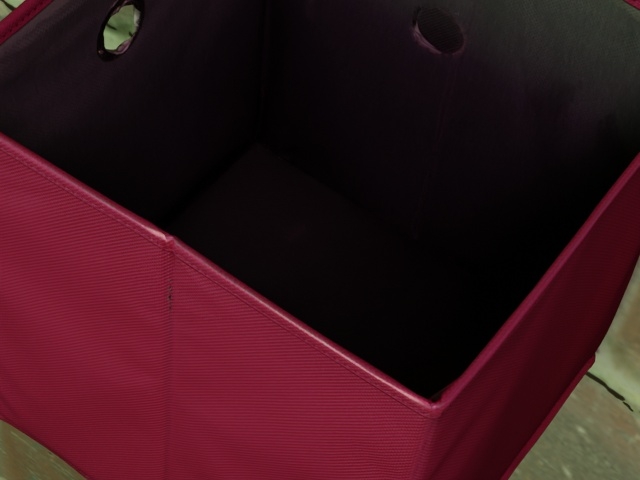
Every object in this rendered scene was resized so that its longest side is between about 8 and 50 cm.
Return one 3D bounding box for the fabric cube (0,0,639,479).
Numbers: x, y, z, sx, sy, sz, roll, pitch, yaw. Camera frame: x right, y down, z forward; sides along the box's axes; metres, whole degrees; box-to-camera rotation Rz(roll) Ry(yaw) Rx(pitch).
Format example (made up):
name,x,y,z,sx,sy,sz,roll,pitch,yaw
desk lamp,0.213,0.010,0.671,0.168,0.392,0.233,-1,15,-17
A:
name,x,y,z,sx,sy,sz,roll,pitch,yaw
fabric cube,0.000,0.000,0.735,0.259,0.254,0.258,32,146,17
